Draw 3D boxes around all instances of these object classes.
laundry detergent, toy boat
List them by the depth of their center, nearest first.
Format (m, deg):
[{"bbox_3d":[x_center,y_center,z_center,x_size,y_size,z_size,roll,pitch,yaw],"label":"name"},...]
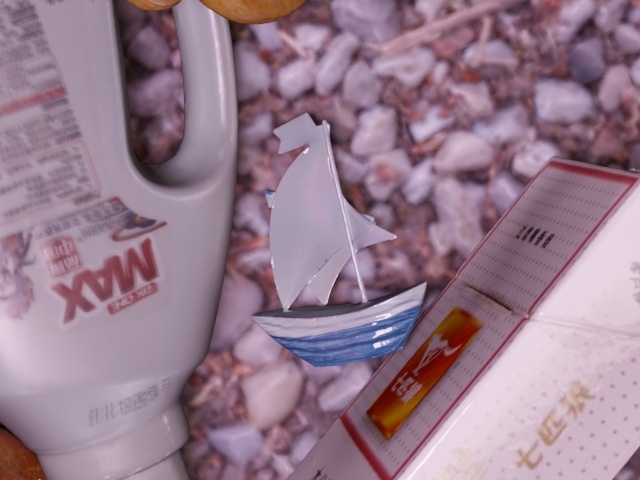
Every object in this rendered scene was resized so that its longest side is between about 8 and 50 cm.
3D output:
[{"bbox_3d":[-0.147,-0.029,1.030,0.264,0.124,0.398,-23,98,-19],"label":"laundry detergent"},{"bbox_3d":[-0.006,0.010,1.088,0.105,0.034,0.149,-36,86,21],"label":"toy boat"}]

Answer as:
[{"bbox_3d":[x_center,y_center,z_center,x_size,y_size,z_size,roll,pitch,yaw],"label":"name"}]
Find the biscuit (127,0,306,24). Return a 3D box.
[{"bbox_3d":[-0.068,-0.192,0.999,0.225,0.036,0.166,24,59,-44],"label":"biscuit"}]

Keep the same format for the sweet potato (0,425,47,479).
[{"bbox_3d":[-0.209,0.139,1.075,0.255,0.058,0.078,23,108,-10],"label":"sweet potato"}]

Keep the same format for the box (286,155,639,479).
[{"bbox_3d":[0.083,0.108,1.025,0.095,0.210,0.330,41,90,-9],"label":"box"}]
